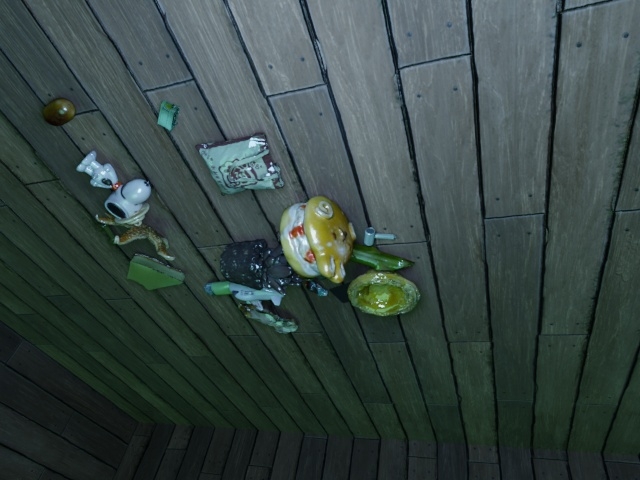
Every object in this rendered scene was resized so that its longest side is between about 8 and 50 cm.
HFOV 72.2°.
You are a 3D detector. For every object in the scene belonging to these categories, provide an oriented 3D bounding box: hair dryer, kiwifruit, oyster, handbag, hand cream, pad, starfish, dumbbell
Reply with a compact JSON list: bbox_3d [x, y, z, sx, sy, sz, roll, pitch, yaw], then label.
[{"bbox_3d":[0.222,-0.012,1.596,0.124,0.038,0.063,3,139,1],"label":"hair dryer"},{"bbox_3d":[-0.840,-0.413,1.411,0.124,0.075,0.075,-15,131,33],"label":"kiwifruit"},{"bbox_3d":[-0.243,0.357,2.071,0.344,0.079,0.128,31,143,-30],"label":"oyster"},{"bbox_3d":[-0.257,-0.236,1.408,0.234,0.127,0.213,-5,133,16],"label":"handbag"},{"bbox_3d":[-0.439,0.215,1.998,0.174,0.046,0.095,-9,129,12],"label":"hand cream"},{"bbox_3d":[0.127,0.221,1.886,0.157,0.003,0.112,-22,127,33],"label":"pad"},{"bbox_3d":[-0.705,-0.021,1.736,0.375,0.094,0.327,31,179,30],"label":"starfish"},{"bbox_3d":[-0.888,-0.036,1.844,0.052,0.046,0.118,5,137,18],"label":"dumbbell"}]

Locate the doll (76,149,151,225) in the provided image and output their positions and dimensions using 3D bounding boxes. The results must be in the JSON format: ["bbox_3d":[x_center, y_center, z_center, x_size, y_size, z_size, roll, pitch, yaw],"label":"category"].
[{"bbox_3d":[-0.754,-0.185,1.602,0.271,0.144,0.208,26,116,-18],"label":"doll"}]

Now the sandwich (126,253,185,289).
[{"bbox_3d":[-0.759,0.167,2.022,0.244,0.063,0.212,26,140,-13],"label":"sandwich"}]

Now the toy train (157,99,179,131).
[{"bbox_3d":[-0.474,-0.388,1.368,0.056,0.038,0.093,26,136,-10],"label":"toy train"}]

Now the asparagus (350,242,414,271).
[{"bbox_3d":[0.183,0.061,1.650,0.342,0.082,0.085,17,102,-4],"label":"asparagus"}]

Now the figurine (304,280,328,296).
[{"bbox_3d":[-0.017,0.208,1.882,0.106,0.047,0.060,34,170,-30],"label":"figurine"}]

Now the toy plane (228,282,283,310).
[{"bbox_3d":[-0.278,0.216,1.903,0.251,0.118,0.252,9,137,8],"label":"toy plane"}]

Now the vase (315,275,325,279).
[{"bbox_3d":[0.008,0.071,1.716,0.059,0.060,0.212,11,136,3],"label":"vase"}]

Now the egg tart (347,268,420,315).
[{"bbox_3d":[0.252,0.198,1.744,0.287,0.119,0.288,7,136,7],"label":"egg tart"}]

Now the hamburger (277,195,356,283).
[{"bbox_3d":[0.000,0.000,1.464,0.186,0.303,0.261,-15,136,32],"label":"hamburger"}]

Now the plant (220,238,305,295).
[{"bbox_3d":[-0.223,0.102,1.711,0.320,0.194,0.182,2,140,16],"label":"plant"}]
